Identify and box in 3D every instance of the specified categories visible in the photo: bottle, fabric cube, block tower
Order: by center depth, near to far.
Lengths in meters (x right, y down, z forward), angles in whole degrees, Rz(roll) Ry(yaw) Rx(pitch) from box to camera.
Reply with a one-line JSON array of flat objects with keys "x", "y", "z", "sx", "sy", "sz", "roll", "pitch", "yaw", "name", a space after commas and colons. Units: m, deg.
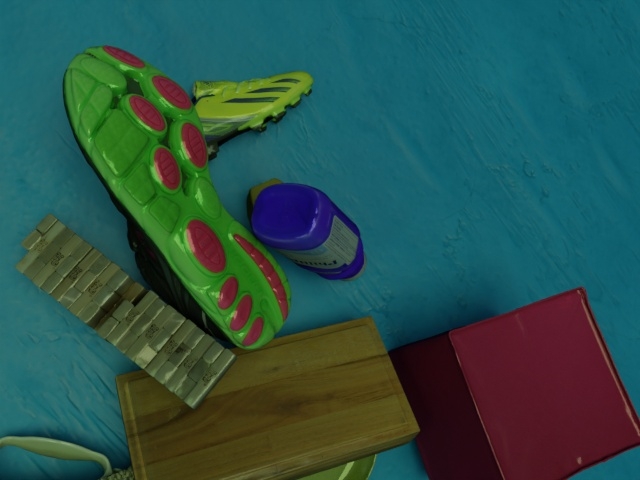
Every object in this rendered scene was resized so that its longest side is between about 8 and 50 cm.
[{"x": -0.273, "y": 0.103, "z": 0.915, "sx": 0.335, "sy": 0.097, "sz": 0.091, "roll": 35, "pitch": 75, "yaw": 11, "name": "block tower"}, {"x": 0.000, "y": 0.000, "z": 0.991, "sx": 0.118, "sy": 0.283, "sz": 0.092, "roll": 6, "pitch": 76, "yaw": 22, "name": "bottle"}, {"x": 0.300, "y": 0.247, "z": 1.049, "sx": 0.259, "sy": 0.258, "sz": 0.254, "roll": -14, "pitch": 77, "yaw": -19, "name": "fabric cube"}]

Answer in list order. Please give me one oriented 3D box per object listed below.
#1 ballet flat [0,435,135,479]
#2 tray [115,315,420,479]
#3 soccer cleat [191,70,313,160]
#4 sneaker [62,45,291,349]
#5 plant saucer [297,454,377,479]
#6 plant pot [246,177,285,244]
[{"x": -0.458, "y": 0.362, "z": 0.882, "sx": 0.483, "sy": 0.164, "sz": 0.182, "roll": 2, "pitch": 64, "yaw": -24, "name": "ballet flat"}, {"x": -0.078, "y": 0.256, "z": 0.976, "sx": 0.411, "sy": 0.076, "sz": 0.203, "roll": -11, "pitch": 59, "yaw": -19, "name": "tray"}, {"x": -0.140, "y": -0.220, "z": 1.044, "sx": 0.289, "sy": 0.093, "sz": 0.121, "roll": -32, "pitch": 94, "yaw": -18, "name": "soccer cleat"}, {"x": -0.230, "y": -0.039, "z": 0.933, "sx": 0.185, "sy": 0.202, "sz": 0.483, "roll": -40, "pitch": 110, "yaw": -43, "name": "sneaker"}, {"x": -0.021, "y": 0.332, "z": 1.076, "sx": 0.241, "sy": 0.037, "sz": 0.241, "roll": 2, "pitch": 85, "yaw": -19, "name": "plant saucer"}, {"x": -0.079, "y": -0.052, "z": 1.062, "sx": 0.081, "sy": 0.081, "sz": 0.083, "roll": -26, "pitch": 83, "yaw": -18, "name": "plant pot"}]
